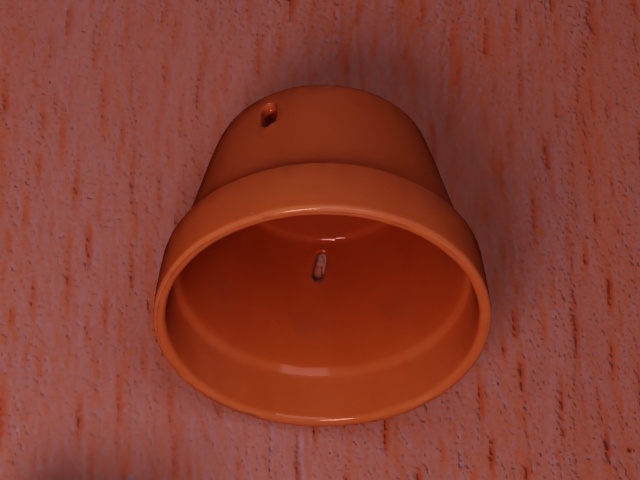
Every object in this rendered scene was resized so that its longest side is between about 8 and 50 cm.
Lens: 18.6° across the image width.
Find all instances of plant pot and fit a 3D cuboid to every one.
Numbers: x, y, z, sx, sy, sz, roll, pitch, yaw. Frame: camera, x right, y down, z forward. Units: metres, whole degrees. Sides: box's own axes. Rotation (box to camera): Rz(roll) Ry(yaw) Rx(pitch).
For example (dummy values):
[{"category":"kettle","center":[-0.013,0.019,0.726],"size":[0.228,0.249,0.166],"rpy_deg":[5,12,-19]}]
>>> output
[{"category":"plant pot","center":[0.000,0.000,1.743],"size":[0.291,0.291,0.203],"rpy_deg":[10,46,-12]}]
